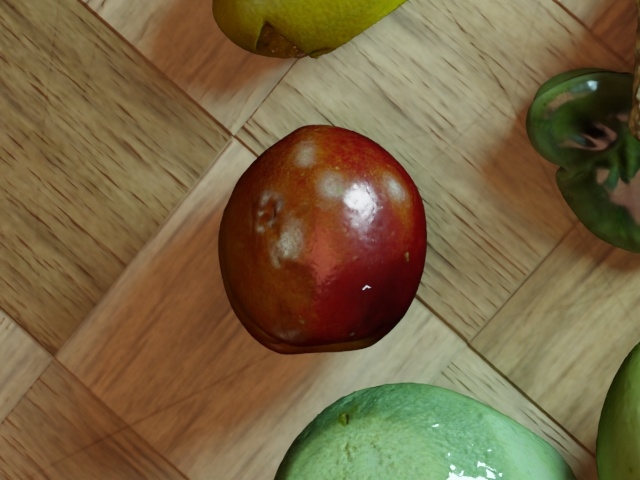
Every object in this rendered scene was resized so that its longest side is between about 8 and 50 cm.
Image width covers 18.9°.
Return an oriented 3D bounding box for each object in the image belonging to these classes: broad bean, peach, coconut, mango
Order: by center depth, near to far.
[{"bbox_3d":[0.300,-0.087,1.935,0.207,0.072,0.153,43,110,-8],"label":"broad bean"},{"bbox_3d":[0.110,0.289,1.935,0.328,0.328,0.281,-35,54,17],"label":"coconut"},{"bbox_3d":[0.005,-0.276,1.942,0.262,0.130,0.167,-36,84,22],"label":"mango"},{"bbox_3d":[0.000,0.000,1.957,0.243,0.199,0.243,-16,68,47],"label":"peach"}]

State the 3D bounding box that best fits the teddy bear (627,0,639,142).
[{"bbox_3d":[0.410,-0.229,1.801,0.222,0.246,0.296,-36,51,46],"label":"teddy bear"}]

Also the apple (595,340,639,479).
[{"bbox_3d":[0.407,0.198,1.840,0.292,0.292,0.254,-4,75,15],"label":"apple"}]
